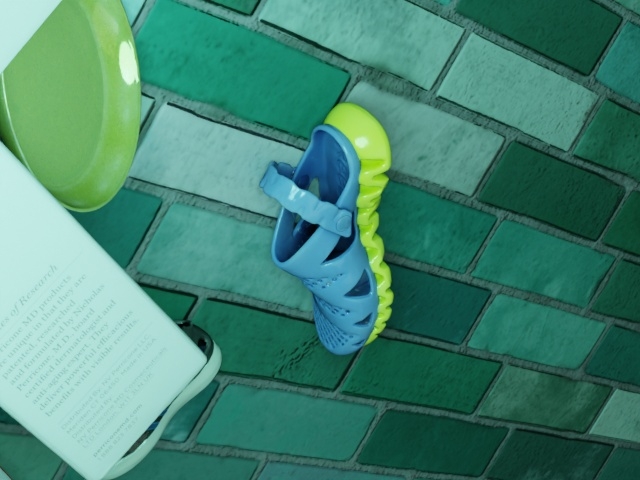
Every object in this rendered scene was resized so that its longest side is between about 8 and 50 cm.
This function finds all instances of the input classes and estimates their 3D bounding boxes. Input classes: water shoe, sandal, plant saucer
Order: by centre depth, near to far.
[{"bbox_3d":[-0.234,-0.144,1.590,0.241,0.037,0.241,-4,90,-68],"label":"plant saucer"},{"bbox_3d":[-0.201,0.173,1.972,0.203,0.073,0.080,-48,122,-12],"label":"water shoe"},{"bbox_3d":[0.000,0.000,1.995,0.138,0.126,0.317,-25,128,-27],"label":"sandal"}]

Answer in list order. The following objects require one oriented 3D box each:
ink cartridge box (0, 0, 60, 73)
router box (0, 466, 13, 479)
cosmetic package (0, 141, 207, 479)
[{"bbox_3d":[-0.285,-0.246,1.391,0.153,0.208,0.087,-50,144,-2],"label":"ink cartridge box"},{"bbox_3d":[-0.448,0.358,1.833,0.335,0.082,0.301,-43,143,-12],"label":"router box"},{"bbox_3d":[-0.313,-0.001,1.508,0.161,0.230,0.453,-48,137,-9],"label":"cosmetic package"}]
